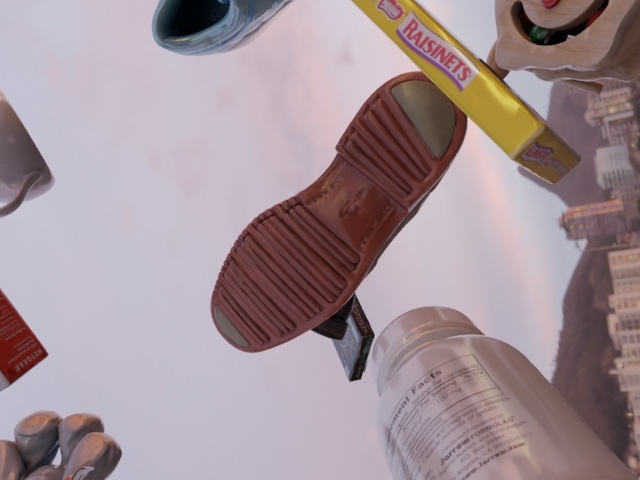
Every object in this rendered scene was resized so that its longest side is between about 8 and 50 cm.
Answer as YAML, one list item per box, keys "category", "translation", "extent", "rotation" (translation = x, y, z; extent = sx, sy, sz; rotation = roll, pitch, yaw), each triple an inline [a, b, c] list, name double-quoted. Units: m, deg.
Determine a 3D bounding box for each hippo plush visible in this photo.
- category: "hippo plush"
  translation: [-0.450, 0.467, 1.126]
  extent: [0.235, 0.294, 0.236]
  rotation: [-25, -45, -21]

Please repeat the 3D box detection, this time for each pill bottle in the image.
- category: "pill bottle"
  translation: [0.111, 0.142, 0.443]
  extent: [0.229, 0.131, 0.131]
  rotation: [-116, 2, -66]

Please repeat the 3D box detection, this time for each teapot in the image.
- category: "teapot"
  translation: [-0.670, -0.166, 1.263]
  extent: [0.187, 0.256, 0.252]
  rotation: [-32, -78, -19]

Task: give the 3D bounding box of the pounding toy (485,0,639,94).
- category: "pounding toy"
  translation: [0.305, -0.260, 0.728]
  extent: [0.155, 0.270, 0.154]
  rotation: [6, -79, -28]

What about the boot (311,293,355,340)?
- category: "boot"
  translation: [0.000, 0.000, 0.916]
  extent: [0.091, 0.263, 0.228]
  rotation: [22, -87, -50]

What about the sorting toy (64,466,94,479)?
- category: "sorting toy"
  translation: [-0.246, 0.242, 0.601]
  extent: [0.062, 0.012, 0.083]
  rotation: [-58, -3, -22]

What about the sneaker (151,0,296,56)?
- category: "sneaker"
  translation: [-0.066, -0.329, 0.719]
  extent: [0.135, 0.366, 0.150]
  rotation: [49, -142, -3]

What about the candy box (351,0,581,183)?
- category: "candy box"
  translation: [0.061, -0.116, 0.363]
  extent: [0.205, 0.027, 0.105]
  rotation: [52, -160, 22]

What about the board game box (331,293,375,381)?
- category: "board game box"
  translation: [0.037, 0.126, 1.065]
  extent: [0.126, 0.026, 0.186]
  rotation: [101, 154, -44]

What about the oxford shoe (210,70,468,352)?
- category: "oxford shoe"
  translation: [0.028, -0.016, 0.732]
  extent: [0.140, 0.397, 0.146]
  rotation: [49, -159, 8]

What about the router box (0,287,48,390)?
- category: "router box"
  translation: [-0.546, 0.105, 0.732]
  extent: [0.301, 0.336, 0.082]
  rotation: [58, -166, -8]
